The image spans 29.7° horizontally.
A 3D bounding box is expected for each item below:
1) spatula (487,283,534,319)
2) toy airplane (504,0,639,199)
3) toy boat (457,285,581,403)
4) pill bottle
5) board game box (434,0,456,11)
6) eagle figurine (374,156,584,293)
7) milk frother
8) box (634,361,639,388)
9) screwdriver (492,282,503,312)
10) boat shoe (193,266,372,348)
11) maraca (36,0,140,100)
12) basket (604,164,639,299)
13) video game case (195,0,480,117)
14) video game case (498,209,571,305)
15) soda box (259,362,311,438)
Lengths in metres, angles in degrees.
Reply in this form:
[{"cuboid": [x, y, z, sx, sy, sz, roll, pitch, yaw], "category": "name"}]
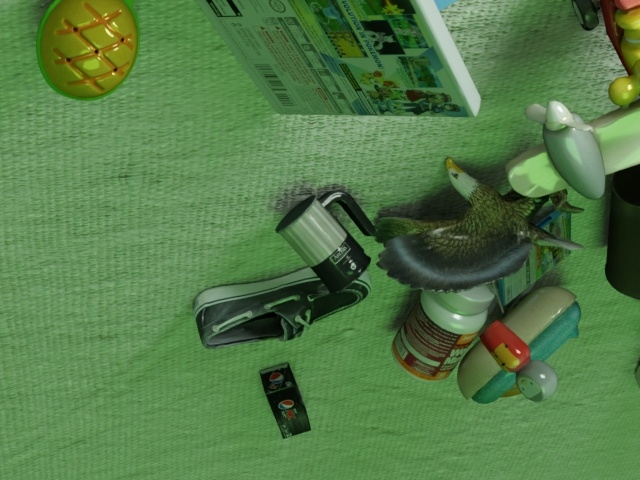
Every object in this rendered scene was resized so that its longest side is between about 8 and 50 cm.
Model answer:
[{"cuboid": [0.320, 0.076, 2.139, 0.168, 0.019, 0.242, -1, 139, -27], "category": "spatula"}, {"cuboid": [0.476, -0.183, 1.577, 0.384, 0.272, 0.386, 20, 103, -2], "category": "toy airplane"}, {"cuboid": [0.349, 0.199, 2.072, 0.267, 0.148, 0.318, -45, 170, 10], "category": "toy boat"}, {"cuboid": [0.215, 0.138, 2.088, 0.121, 0.121, 0.221, 4, 136, -23], "category": "pill bottle"}, {"cuboid": [0.122, -0.430, 1.383, 0.232, 0.141, 0.291, -29, 139, 14], "category": "board game box"}, {"cuboid": [0.238, -0.022, 1.868, 0.298, 0.225, 0.226, -38, 146, 6], "category": "eagle figurine"}, {"cuboid": [0.000, 0.000, 1.880, 0.135, 0.129, 0.143, 49, 145, -12], "category": "milk frother"}, {"cuboid": [0.732, 0.239, 2.386, 0.148, 0.127, 0.232, -10, 140, -9], "category": "box"}, {"cuboid": [0.273, 0.042, 1.995, 0.025, 0.024, 0.170, -14, 98, 3], "category": "screwdriver"}, {"cuboid": [-0.055, 0.117, 1.981, 0.301, 0.102, 0.108, -8, 140, -10], "category": "boat shoe"}, {"cuboid": [-0.279, -0.261, 1.475, 0.127, 0.099, 0.186, 7, 109, -29], "category": "maraca"}, {"cuboid": [0.560, -0.028, 2.003, 0.204, 0.154, 0.227, -9, 138, 16], "category": "basket"}, {"cuboid": [0.013, -0.258, 1.493, 0.299, 0.036, 0.329, 4, 153, 28], "category": "video game case"}, {"cuboid": [0.360, 0.023, 2.025, 0.166, 0.015, 0.119, -35, 139, -22], "category": "video game case"}, {"cuboid": [-0.063, 0.297, 2.224, 0.060, 0.053, 0.169, -17, 141, -1], "category": "soda box"}]
